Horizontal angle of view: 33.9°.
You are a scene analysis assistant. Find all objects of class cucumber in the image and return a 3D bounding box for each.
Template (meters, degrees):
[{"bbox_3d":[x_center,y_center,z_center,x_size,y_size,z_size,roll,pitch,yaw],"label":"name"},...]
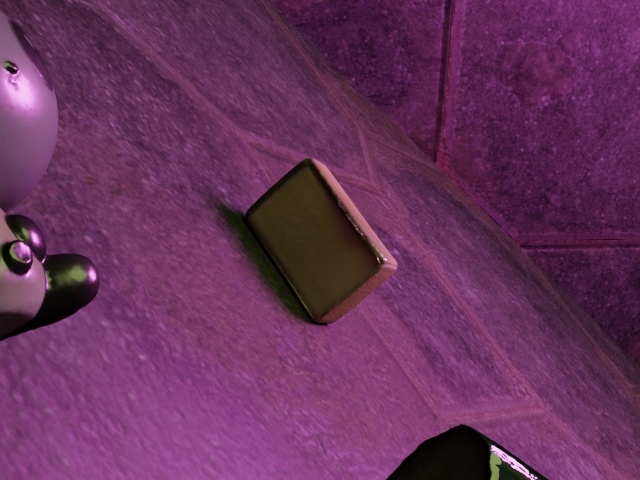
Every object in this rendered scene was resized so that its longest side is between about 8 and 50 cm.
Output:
[{"bbox_3d":[0.134,0.267,0.907,0.130,0.191,0.191,35,19,-15],"label":"cucumber"}]

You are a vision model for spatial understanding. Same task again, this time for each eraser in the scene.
[{"bbox_3d":[0.000,0.000,1.262,0.172,0.117,0.058,55,18,22],"label":"eraser"}]

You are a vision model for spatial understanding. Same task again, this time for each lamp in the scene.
[{"bbox_3d":[-0.248,-0.053,0.654,0.243,0.198,0.198,62,19,15],"label":"lamp"}]
